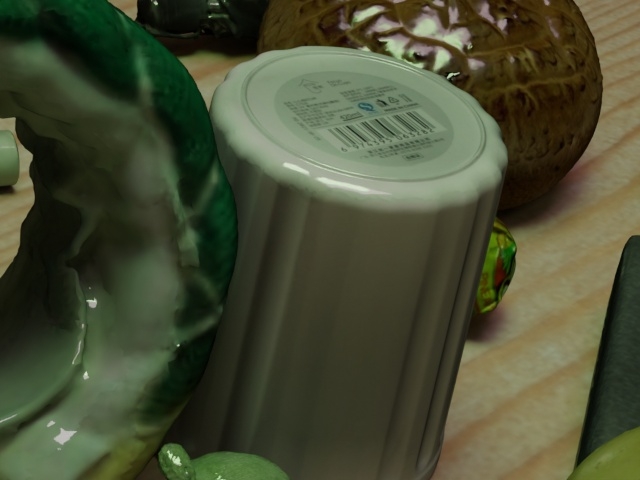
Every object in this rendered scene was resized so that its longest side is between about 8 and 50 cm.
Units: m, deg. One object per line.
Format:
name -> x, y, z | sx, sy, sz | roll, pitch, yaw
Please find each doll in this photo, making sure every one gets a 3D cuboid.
doll -> -0.024, 0.158, 0.702 | 0.150, 0.077, 0.115 | 47, 2, 37

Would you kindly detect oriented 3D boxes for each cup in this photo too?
cup -> -0.011, 0.004, 0.824 | 0.167, 0.202, 0.221 | -12, 41, -33

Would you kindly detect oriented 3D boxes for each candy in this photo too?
candy -> -0.010, 0.002, 0.973 | 0.262, 0.077, 0.073 | 5, 29, 6

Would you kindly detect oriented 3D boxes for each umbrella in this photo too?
umbrella -> 0.013, -0.223, 1.274 | 0.337, 0.128, 0.154 | -1, 38, -13

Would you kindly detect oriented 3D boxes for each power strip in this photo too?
power strip -> 0.206, 0.089, 0.885 | 0.105, 0.070, 0.256 | 14, 30, 10

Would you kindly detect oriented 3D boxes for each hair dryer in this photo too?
hair dryer -> -0.247, -0.069, 1.038 | 0.063, 0.037, 0.124 | -6, 28, -28

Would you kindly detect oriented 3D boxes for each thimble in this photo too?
thimble -> -0.181, 0.006, 0.702 | 0.254, 0.288, 0.167 | 21, 2, -34

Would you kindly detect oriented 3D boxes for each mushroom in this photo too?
mushroom -> 0.075, -0.126, 1.112 | 0.253, 0.153, 0.253 | 5, 44, -5

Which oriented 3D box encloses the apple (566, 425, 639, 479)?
apple -> 0.174, 0.161, 0.651 | 0.200, 0.200, 0.200 | 8, 32, -5
